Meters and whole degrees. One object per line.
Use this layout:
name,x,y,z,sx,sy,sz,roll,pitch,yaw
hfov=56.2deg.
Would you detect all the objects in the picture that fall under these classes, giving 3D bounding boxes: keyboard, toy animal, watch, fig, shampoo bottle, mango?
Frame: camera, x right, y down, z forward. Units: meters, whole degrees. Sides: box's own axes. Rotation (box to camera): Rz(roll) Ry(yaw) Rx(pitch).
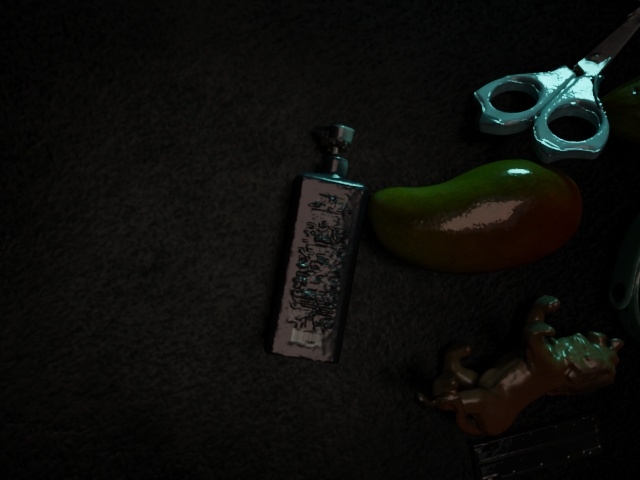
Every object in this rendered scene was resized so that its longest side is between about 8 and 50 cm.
keyboard,0.315,0.300,0.867,0.203,0.011,0.067,-10,92,-10
toy animal,0.279,0.190,0.825,0.313,0.097,0.157,-28,100,-8
watch,0.533,0.048,0.889,0.195,0.068,0.236,9,91,-8
fig,0.453,-0.188,0.863,0.155,0.103,0.109,14,62,8
shampoo bottle,0.001,0.000,0.786,0.098,0.071,0.309,11,87,-9
mango,0.213,-0.026,0.800,0.289,0.129,0.146,-14,115,-3

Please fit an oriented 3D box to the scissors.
scissors,0.379,-0.244,0.854,0.191,0.029,0.360,36,70,29
